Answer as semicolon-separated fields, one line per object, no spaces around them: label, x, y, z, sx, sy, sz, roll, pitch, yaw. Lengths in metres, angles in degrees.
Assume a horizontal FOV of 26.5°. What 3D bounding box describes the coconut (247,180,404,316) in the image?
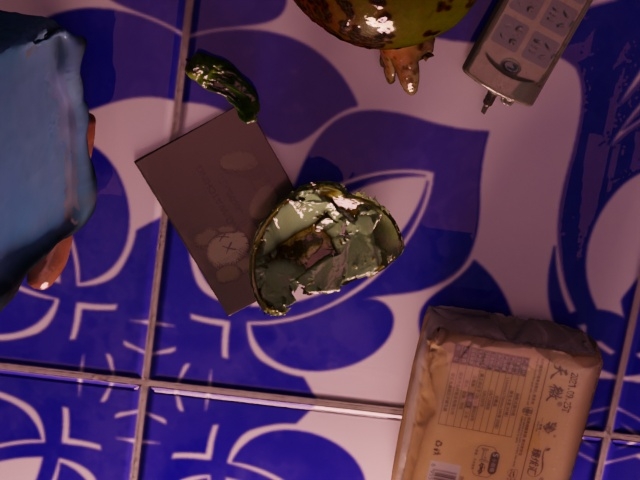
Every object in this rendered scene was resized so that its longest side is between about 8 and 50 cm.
coconut;0.002;0.000;1.359;0.158;0.055;0.133;-11;105;-2

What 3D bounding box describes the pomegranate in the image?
pomegranate;0.063;-0.256;1.242;0.198;0.246;0.198;-3;70;8

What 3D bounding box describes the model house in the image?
model house;-0.385;-0.089;1.214;0.303;0.215;0.237;15;127;16

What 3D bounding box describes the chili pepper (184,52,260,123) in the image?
chili pepper;-0.093;-0.152;1.329;0.091;0.034;0.030;39;134;-13

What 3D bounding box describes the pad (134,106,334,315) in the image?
pad;-0.085;-0.030;1.376;0.127;0.004;0.190;-29;105;5

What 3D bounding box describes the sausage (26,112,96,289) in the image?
sausage;-0.255;-0.040;1.343;0.043;0.043;0.186;14;105;-7

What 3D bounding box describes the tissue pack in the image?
tissue pack;0.179;0.188;1.411;0.186;0.090;0.222;8;105;-3

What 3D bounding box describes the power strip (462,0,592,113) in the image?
power strip;0.213;-0.222;1.321;0.080;0.029;0.227;26;104;-10
